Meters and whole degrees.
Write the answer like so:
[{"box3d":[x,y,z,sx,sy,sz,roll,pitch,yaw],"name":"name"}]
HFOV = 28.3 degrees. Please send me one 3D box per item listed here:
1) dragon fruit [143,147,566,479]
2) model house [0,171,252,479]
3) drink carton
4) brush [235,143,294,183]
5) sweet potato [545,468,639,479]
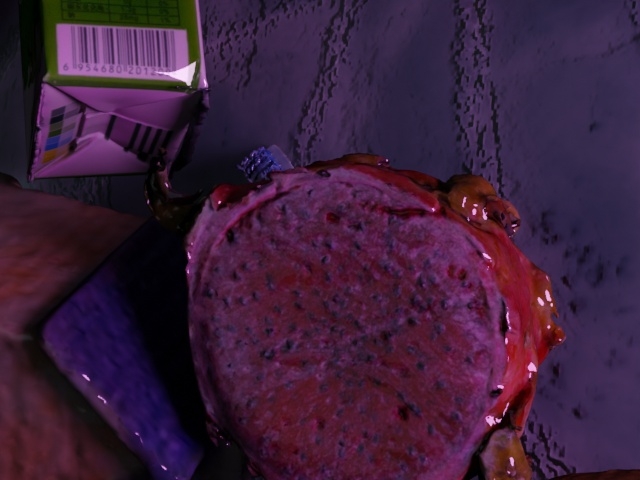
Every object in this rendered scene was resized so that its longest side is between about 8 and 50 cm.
[{"box3d":[0.027,0.039,0.755,0.282,0.147,0.211,39,104,18],"name":"dragon fruit"},{"box3d":[-0.172,0.141,0.861,0.280,0.245,0.312,12,114,13],"name":"model house"},{"box3d":[-0.150,-0.181,0.875,0.161,0.108,0.271,129,138,-63],"name":"drink carton"},{"box3d":[0.000,0.000,0.862,0.033,0.030,0.178,-44,62,12],"name":"brush"},{"box3d":[0.097,0.206,0.729,0.385,0.109,0.109,-29,69,35],"name":"sweet potato"}]
